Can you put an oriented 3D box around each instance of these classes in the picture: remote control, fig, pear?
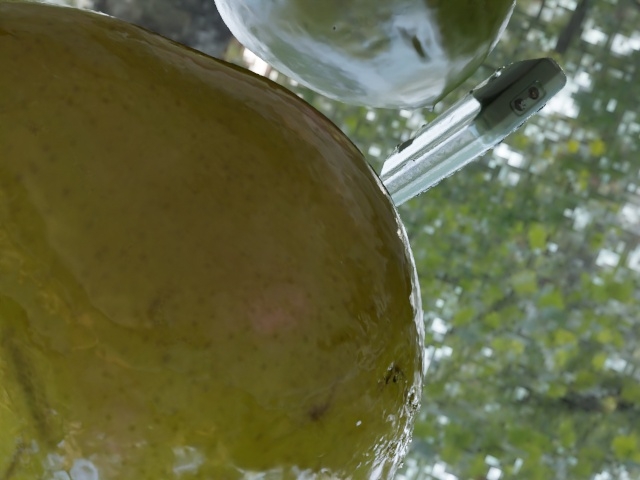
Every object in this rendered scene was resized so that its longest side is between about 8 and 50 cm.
[{"bbox_3d":[0.157,-0.121,1.691,0.128,0.335,0.065,-41,-87,-20],"label":"remote control"},{"bbox_3d":[0.045,-0.287,1.470,0.343,0.343,0.343,15,-154,-7],"label":"fig"},{"bbox_3d":[-0.099,0.025,0.777,0.284,0.336,0.285,-25,-173,3],"label":"pear"}]
